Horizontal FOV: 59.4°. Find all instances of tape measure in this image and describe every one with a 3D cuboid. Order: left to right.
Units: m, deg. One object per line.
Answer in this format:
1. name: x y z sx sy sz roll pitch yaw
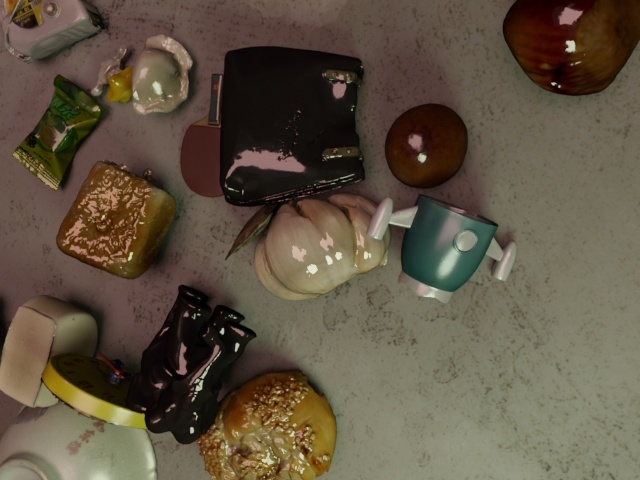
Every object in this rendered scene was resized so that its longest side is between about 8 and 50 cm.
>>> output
1. tape measure: -0.651 -0.539 1.311 0.236 0.120 0.197 -21 92 11

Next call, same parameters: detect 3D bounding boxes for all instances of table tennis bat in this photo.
1. table tennis bat: -0.240 -0.234 1.258 0.154 0.021 0.274 8 96 16

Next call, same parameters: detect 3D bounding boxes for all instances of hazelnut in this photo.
1. hazelnut: 0.426 -0.365 0.966 0.230 0.229 0.229 1 92 16

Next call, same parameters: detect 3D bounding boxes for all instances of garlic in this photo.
1. garlic: -0.009 0.002 1.115 0.281 0.185 0.203 -27 82 15

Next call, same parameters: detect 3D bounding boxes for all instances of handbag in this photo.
1. handbag: -0.051 -0.237 1.140 0.288 0.152 0.342 0 82 12

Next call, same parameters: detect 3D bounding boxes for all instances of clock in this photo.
1. clock: -0.447 0.311 1.213 0.277 0.293 0.071 25 86 8

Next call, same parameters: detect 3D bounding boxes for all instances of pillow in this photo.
1. pillow: -0.134 -0.029 1.138 0.033 0.217 0.130 44 102 -9

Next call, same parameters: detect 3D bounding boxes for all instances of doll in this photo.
1. doll: -0.484 -0.375 1.302 0.135 0.071 0.113 -25 77 20

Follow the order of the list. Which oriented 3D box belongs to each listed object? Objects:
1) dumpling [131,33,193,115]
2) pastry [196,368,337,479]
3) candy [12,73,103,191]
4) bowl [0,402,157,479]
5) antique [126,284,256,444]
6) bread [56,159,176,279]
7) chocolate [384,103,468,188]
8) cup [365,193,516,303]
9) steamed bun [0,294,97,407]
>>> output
1. dumpling: -0.351 -0.360 1.247 0.127 0.108 0.187 16 82 -10
2. pastry: -0.120 0.421 1.179 0.311 0.162 0.255 -38 80 13
3. candy: -0.627 -0.258 1.345 0.149 0.069 0.246 37 97 7
4. bowl: -0.623 0.561 1.311 0.435 0.196 0.434 1 92 15
5. antique: -0.267 0.251 1.155 0.185 0.322 0.255 29 85 -19
6. bread: -0.433 -0.048 1.245 0.196 0.176 0.246 25 84 3
7. chocolate: 0.200 -0.179 1.062 0.177 0.177 0.176 1 92 16
8. cup: 0.227 0.020 1.060 0.300 0.167 0.173 18 101 -12
9. steamed bun: -0.629 0.254 1.316 0.146 0.164 0.241 21 99 16
